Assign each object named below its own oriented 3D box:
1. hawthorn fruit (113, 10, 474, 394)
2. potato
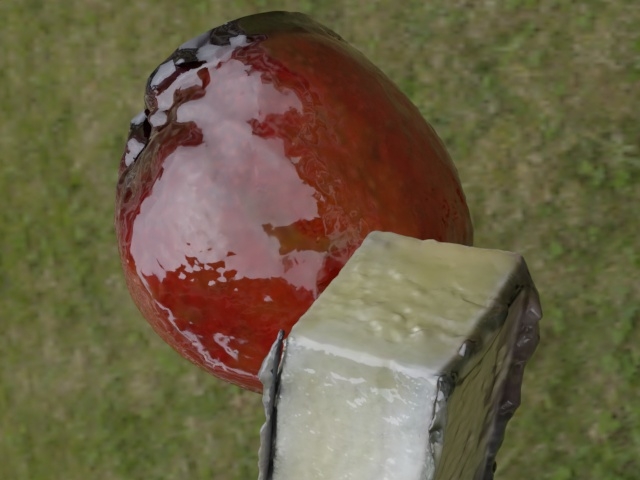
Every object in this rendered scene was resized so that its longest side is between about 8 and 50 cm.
[{"bbox_3d":[0.000,0.000,0.870,0.251,0.189,0.189,42,130,-3],"label":"hawthorn fruit"},{"bbox_3d":[0.021,0.065,0.508,0.061,0.086,0.122,22,127,20],"label":"potato"}]
